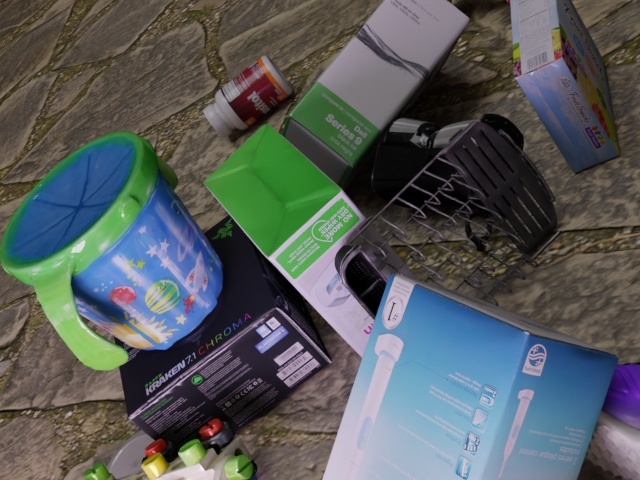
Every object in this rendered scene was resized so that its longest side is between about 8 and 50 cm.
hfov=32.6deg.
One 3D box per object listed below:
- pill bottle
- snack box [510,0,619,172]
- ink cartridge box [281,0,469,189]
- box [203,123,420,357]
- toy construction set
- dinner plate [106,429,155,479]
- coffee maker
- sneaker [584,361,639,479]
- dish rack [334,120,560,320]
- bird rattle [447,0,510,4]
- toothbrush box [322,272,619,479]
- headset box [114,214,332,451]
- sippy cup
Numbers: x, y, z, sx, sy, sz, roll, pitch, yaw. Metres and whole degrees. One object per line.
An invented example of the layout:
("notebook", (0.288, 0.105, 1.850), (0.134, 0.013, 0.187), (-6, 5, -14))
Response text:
("pill bottle", (-0.132, -0.255, 1.962), (0.152, 0.086, 0.086), (-37, 34, 9))
("snack box", (0.310, -0.220, 1.395), (0.070, 0.174, 0.207), (-22, 39, 25))
("ink cartridge box", (0.072, -0.219, 1.600), (0.289, 0.121, 0.211), (-52, -2, -14))
("box", (0.000, 0.000, 1.409), (0.127, 0.231, 0.262), (-42, 34, -1))
("toy construction set", (-0.187, 0.327, 1.301), (0.327, 0.151, 0.215), (-7, 21, 30))
("dinner plate", (-0.253, 0.311, 1.509), (0.141, 0.017, 0.141), (-26, 38, 22))
("coffee maker", (0.158, -0.084, 1.446), (0.178, 0.120, 0.171), (3, 54, 47))
("sneaker", (0.337, 0.155, 1.027), (0.146, 0.102, 0.293), (-47, 37, -20))
("dish rack", (0.161, 0.006, 1.275), (0.271, 0.208, 0.074), (-44, 24, -6))
("bird rattle", (0.271, -0.445, 1.743), (0.253, 0.143, 0.207), (-6, 31, 37))
("toothbrush box", (0.123, 0.206, 1.039), (0.216, 0.126, 0.296), (21, 93, 57))
("headset box", (-0.149, 0.123, 1.511), (0.246, 0.131, 0.283), (-36, 33, 7))
("sippy cup", (-0.250, 0.018, 1.408), (0.240, 0.224, 0.305), (9, 57, 51))
